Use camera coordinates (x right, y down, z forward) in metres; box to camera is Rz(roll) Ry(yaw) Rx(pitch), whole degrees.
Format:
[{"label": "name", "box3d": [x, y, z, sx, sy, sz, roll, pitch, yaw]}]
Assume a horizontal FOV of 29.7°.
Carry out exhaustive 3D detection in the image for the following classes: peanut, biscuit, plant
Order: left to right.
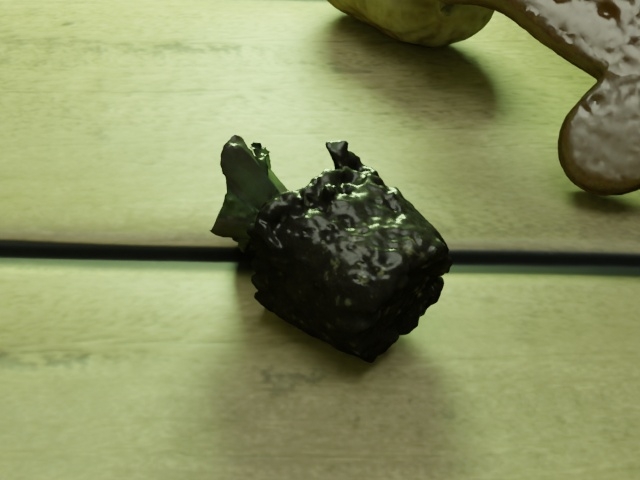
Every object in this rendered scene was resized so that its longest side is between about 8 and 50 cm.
[{"label": "plant", "box3d": [0.000, 0.000, 0.984, 0.203, 0.142, 0.131, 35, 59, 18]}, {"label": "peanut", "box3d": [0.085, -0.284, 1.315, 0.224, 0.129, 0.129, 22, 44, 29]}, {"label": "biscuit", "box3d": [0.301, -0.249, 1.179, 0.368, 0.076, 0.394, -45, 75, -1]}]
